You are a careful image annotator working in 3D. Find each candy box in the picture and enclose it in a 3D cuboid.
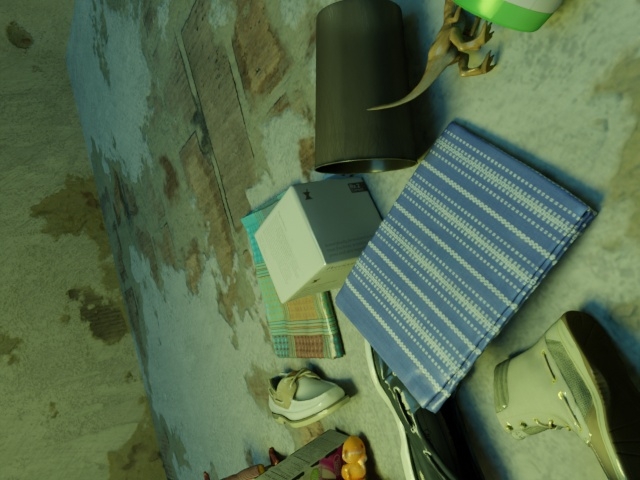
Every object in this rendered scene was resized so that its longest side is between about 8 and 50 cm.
[{"bbox_3d":[-0.024,0.508,0.994,0.071,0.233,0.159,1,100,43],"label":"candy box"}]

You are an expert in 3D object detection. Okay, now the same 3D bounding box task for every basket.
[{"bbox_3d":[0.062,-0.221,0.739,0.204,0.154,0.227,-99,7,-88],"label":"basket"}]

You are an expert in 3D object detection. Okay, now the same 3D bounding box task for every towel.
[{"bbox_3d":[0.169,0.034,0.679,0.243,0.040,0.336,47,114,39],"label":"towel"},{"bbox_3d":[-0.076,0.087,1.125,0.271,0.040,0.370,-20,83,56],"label":"towel"}]

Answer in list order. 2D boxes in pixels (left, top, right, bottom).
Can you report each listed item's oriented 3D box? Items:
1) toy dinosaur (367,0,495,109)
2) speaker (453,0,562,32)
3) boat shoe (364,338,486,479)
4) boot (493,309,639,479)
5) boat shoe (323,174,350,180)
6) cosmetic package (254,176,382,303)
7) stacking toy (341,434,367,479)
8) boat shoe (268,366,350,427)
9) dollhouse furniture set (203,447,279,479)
[{"bbox_3d":[0.162,-0.240,0.643,0.112,0.064,0.211,20,82,38],"label":"toy dinosaur"},{"bbox_3d":[0.236,-0.366,0.468,0.131,0.131,0.296,52,138,33],"label":"speaker"},{"bbox_3d":[0.166,0.243,0.752,0.113,0.127,0.340,-26,70,44],"label":"boat shoe"},{"bbox_3d":[0.288,0.212,0.576,0.165,0.077,0.213,121,150,-46],"label":"boot"},{"bbox_3d":[0.038,-0.133,0.907,0.100,0.035,0.035,-35,44,57],"label":"boat shoe"},{"bbox_3d":[0.000,0.000,0.890,0.183,0.151,0.151,-45,63,52],"label":"cosmetic package"},{"bbox_3d":[0.077,0.538,0.955,0.166,0.175,0.302,-23,65,36],"label":"stacking toy"},{"bbox_3d":[-0.047,0.340,1.092,0.302,0.113,0.103,-34,77,54],"label":"boat shoe"},{"bbox_3d":[-0.157,0.654,1.187,0.374,0.201,0.152,159,97,-72],"label":"dollhouse furniture set"}]
